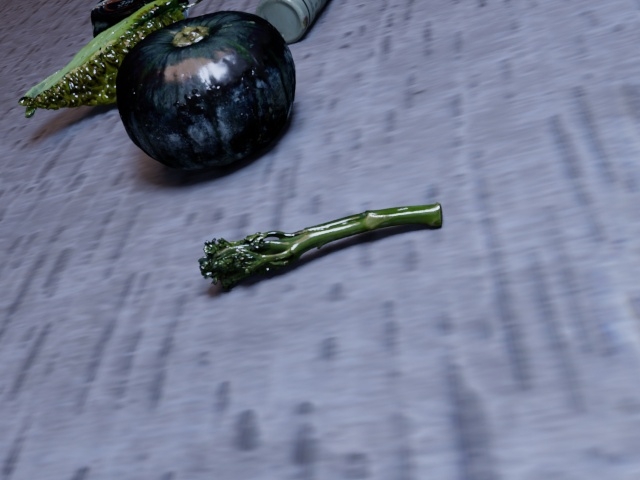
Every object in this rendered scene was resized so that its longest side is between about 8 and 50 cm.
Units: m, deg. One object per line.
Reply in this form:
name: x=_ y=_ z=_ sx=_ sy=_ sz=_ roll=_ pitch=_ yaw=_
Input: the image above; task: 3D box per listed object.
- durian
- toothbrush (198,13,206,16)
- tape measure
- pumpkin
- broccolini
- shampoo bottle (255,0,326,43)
durian: x=-0.330 y=-0.299 z=1.206 sx=0.375 sy=0.107 sz=0.132 roll=-41 pitch=37 yaw=-22
toothbrush: x=-0.172 y=-0.375 z=1.293 sx=0.027 sy=0.021 sz=0.269 roll=-43 pitch=38 yaw=-6
tape measure: x=-0.343 y=-0.431 z=1.388 sx=0.182 sy=0.107 sz=0.181 roll=-7 pitch=41 yaw=22
pumpkin: x=-0.143 y=-0.194 z=0.919 sx=0.233 sy=0.163 sz=0.233 roll=-13 pitch=38 yaw=11
broccolini: x=0.000 y=0.000 z=0.697 sx=0.239 sy=0.051 sz=0.054 roll=-13 pitch=80 yaw=6
shampoo bottle: x=-0.024 y=-0.430 z=1.226 sx=0.085 sy=0.085 sz=0.262 roll=-2 pitch=40 yaw=27
